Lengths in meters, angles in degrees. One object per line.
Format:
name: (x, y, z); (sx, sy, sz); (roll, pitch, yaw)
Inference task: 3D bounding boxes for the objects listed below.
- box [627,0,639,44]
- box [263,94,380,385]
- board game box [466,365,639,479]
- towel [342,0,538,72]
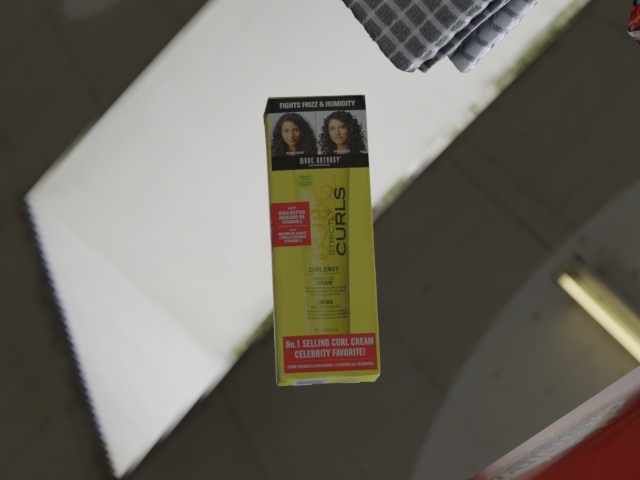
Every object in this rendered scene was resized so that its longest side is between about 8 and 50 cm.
box: (0.290, -0.190, 1.263); (0.137, 0.027, 0.094); (-3, -115, 39)
box: (0.000, 0.000, 1.452); (0.058, 0.087, 0.232); (108, -20, -80)
board game box: (0.149, 0.150, 0.541); (0.316, 0.242, 0.064); (-30, 180, -29)
towel: (0.077, -0.294, 1.371); (0.235, 0.283, 0.121); (-43, 169, 30)
